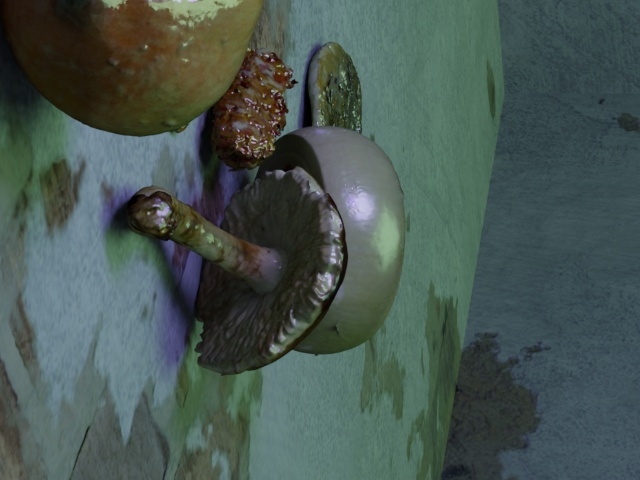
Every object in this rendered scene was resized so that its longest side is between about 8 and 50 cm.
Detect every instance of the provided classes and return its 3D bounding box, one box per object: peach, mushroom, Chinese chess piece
[{"bbox_3d":[-0.150,-0.189,1.277,0.232,0.232,0.232,1,90,-77],"label":"peach"},{"bbox_3d":[-0.089,-0.015,1.677,0.233,0.208,0.302,45,-16,48],"label":"mushroom"},{"bbox_3d":[0.000,0.000,1.889,0.273,0.102,0.273,-177,-90,-64],"label":"Chinese chess piece"}]

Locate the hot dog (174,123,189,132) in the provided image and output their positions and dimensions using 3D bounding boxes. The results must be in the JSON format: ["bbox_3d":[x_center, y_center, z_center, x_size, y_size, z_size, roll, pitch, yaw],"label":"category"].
[{"bbox_3d":[-0.142,-0.147,1.712,0.037,0.021,0.083,75,19,-47],"label":"hot dog"}]

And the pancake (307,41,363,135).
[{"bbox_3d":[0.023,-0.153,2.354,0.282,0.049,0.282,1,90,-78],"label":"pancake"}]

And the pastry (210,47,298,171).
[{"bbox_3d":[-0.084,-0.146,1.836,0.063,0.087,0.169,-54,-164,45],"label":"pastry"}]
